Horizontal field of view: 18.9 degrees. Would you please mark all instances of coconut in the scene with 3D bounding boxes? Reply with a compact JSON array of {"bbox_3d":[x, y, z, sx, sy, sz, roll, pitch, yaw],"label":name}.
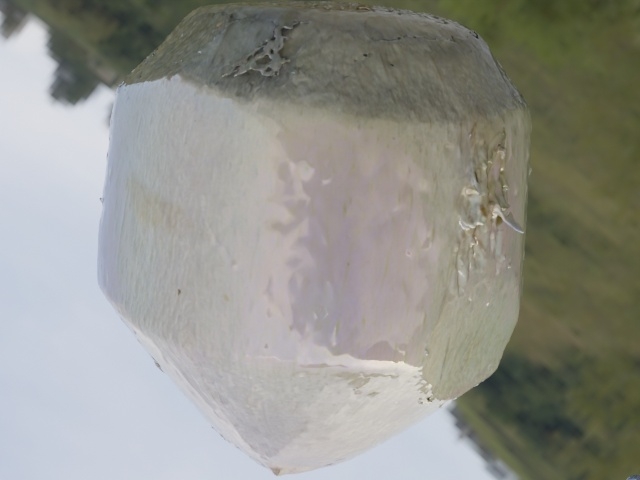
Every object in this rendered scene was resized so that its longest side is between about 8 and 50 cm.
[{"bbox_3d":[0.000,0.000,0.941,0.224,0.234,0.224,-2,-177,0],"label":"coconut"}]

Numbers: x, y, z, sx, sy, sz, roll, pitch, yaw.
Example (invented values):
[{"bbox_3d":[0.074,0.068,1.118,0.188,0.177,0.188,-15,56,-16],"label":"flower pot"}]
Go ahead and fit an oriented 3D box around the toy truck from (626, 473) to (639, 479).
[{"bbox_3d":[0.297,0.076,0.850,0.146,0.367,0.175,27,143,46],"label":"toy truck"}]
